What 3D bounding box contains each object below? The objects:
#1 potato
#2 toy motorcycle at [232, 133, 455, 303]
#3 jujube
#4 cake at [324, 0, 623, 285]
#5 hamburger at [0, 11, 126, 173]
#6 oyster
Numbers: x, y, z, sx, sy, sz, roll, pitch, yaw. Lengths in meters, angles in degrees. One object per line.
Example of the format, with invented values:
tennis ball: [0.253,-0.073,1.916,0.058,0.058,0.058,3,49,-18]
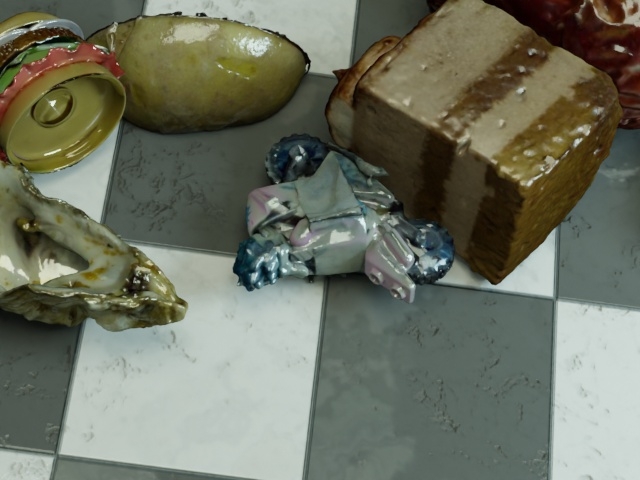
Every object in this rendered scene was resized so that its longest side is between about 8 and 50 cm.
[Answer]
potato: [-0.141,-0.180,1.692,0.261,0.120,0.100,4,68,-3]
toy motorcycle: [0.000,0.004,1.614,0.239,0.108,0.204,27,56,34]
jujube: [0.280,-0.257,1.724,0.342,0.216,0.216,24,61,25]
cake: [0.151,-0.127,1.652,0.293,0.196,0.199,35,63,18]
hamburger: [-0.303,-0.168,1.642,0.175,0.175,0.137,-28,62,-19]
oyster: [-0.289,0.017,1.575,0.341,0.110,0.166,17,56,7]
